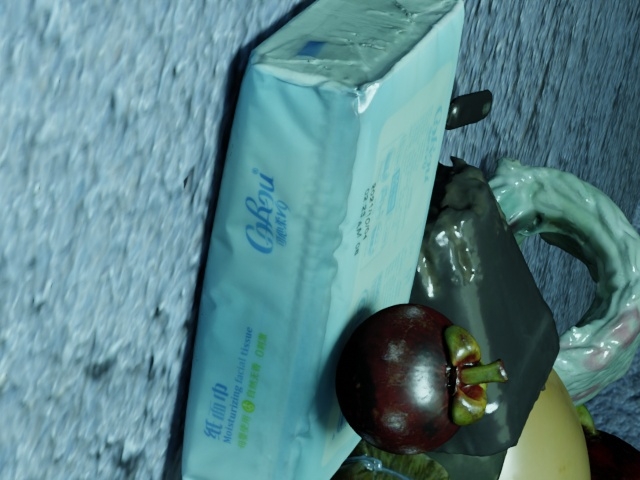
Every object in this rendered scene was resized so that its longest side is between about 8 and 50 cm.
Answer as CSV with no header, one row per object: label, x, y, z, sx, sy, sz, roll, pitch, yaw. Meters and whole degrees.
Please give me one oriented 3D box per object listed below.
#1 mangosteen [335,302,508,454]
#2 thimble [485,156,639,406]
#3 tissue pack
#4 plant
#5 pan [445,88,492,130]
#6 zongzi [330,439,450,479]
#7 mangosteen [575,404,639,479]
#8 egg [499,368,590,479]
mangosteen,0.047,0.075,0.989,0.081,0.081,0.081,18,90,-76
thimble,0.194,0.039,1.661,0.149,0.185,0.211,74,2,-69
tissue pack,0.000,0.000,1.050,0.177,0.089,0.263,-48,150,-60
plant,0.068,0.067,1.246,0.142,0.164,0.256,-55,150,-52
pan,0.077,-0.087,1.343,0.235,0.028,0.136,-23,130,-67
zongzi,-0.023,0.241,1.146,0.242,0.112,0.221,-60,-178,-29
mangosteen,0.241,0.301,1.988,0.288,0.288,0.288,18,90,-76
egg,0.107,0.174,1.432,0.201,0.201,0.244,-46,142,-60
